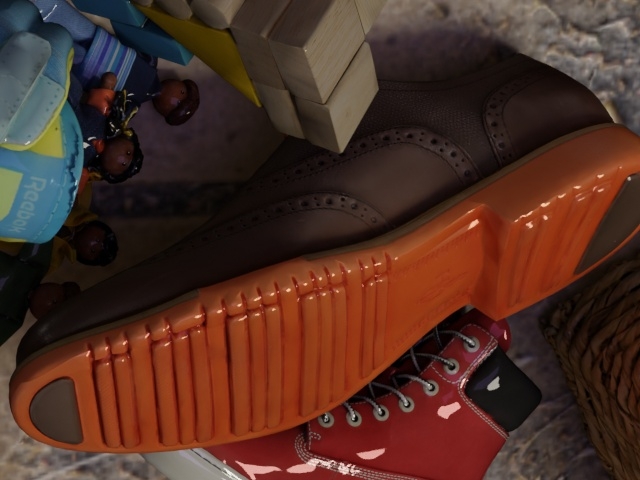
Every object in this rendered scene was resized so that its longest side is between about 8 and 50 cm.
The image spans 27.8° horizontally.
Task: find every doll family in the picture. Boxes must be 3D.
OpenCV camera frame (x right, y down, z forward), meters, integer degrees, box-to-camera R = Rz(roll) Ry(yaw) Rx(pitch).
[{"bbox_3d":[-0.131,-0.040,0.653,0.111,0.076,0.193,26,95,-21],"label":"doll family"}]

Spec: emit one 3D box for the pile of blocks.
[{"bbox_3d":[-0.101,-0.191,0.588,0.362,0.149,0.112,41,66,-25],"label":"pile of blocks"}]

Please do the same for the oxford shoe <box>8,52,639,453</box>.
[{"bbox_3d":[0.000,0.000,0.681,0.364,0.133,0.130,-20,146,-22],"label":"oxford shoe"}]

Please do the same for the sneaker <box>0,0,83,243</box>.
[{"bbox_3d":[-0.206,-0.050,0.467,0.208,0.319,0.127,39,127,4],"label":"sneaker"}]

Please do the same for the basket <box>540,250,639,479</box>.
[{"bbox_3d":[0.315,0.141,0.801,0.213,0.223,0.299,-31,115,-8],"label":"basket"}]

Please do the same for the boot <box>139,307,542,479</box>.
[{"bbox_3d":[0.016,0.089,0.749,0.244,0.088,0.176,28,96,-34],"label":"boot"}]
